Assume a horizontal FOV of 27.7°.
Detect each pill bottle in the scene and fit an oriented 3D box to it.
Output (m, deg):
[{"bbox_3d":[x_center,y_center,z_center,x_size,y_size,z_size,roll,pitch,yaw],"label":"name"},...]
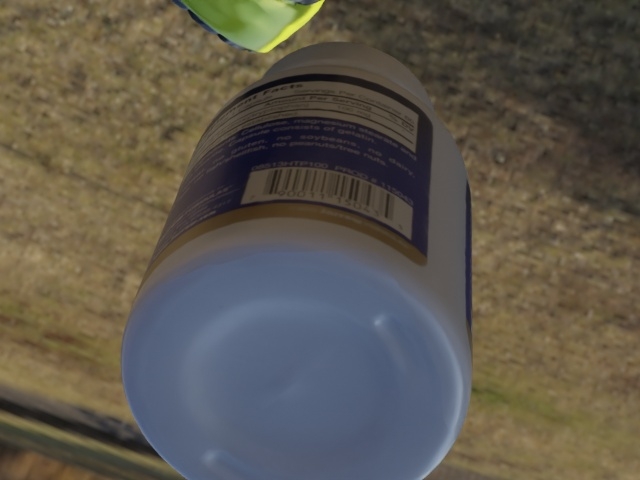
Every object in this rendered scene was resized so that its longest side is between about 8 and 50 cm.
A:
[{"bbox_3d":[0.000,0.000,0.479,0.112,0.186,0.112,3,120,5],"label":"pill bottle"}]

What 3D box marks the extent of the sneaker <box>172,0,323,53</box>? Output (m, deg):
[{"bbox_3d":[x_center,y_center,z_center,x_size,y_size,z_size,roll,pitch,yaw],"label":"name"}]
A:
[{"bbox_3d":[-0.055,-0.177,0.540,0.121,0.111,0.300,-26,161,24],"label":"sneaker"}]
